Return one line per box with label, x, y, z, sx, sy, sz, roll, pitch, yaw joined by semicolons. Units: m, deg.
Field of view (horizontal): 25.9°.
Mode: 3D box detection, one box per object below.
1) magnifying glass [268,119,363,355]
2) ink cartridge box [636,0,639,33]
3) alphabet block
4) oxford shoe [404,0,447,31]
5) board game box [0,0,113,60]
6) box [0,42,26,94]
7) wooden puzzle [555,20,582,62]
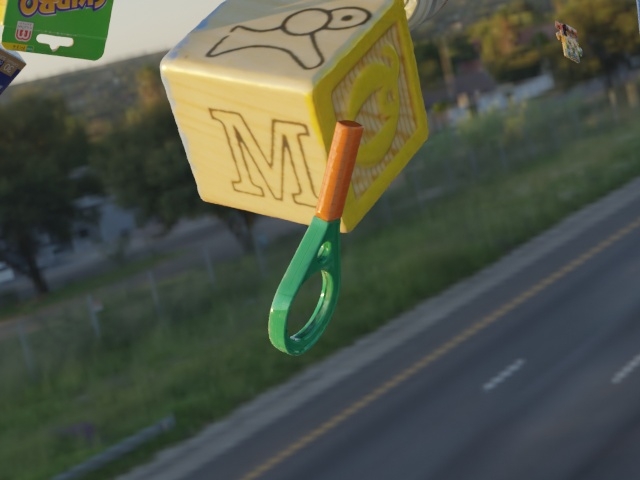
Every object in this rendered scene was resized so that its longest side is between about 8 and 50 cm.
magnifying glass;0.000;0.000;1.303;0.026;0.231;0.092;25;21;27
ink cartridge box;0.501;-0.310;1.578;0.151;0.396;0.270;-1;-6;-38
alphabet block;-0.023;-0.149;1.490;0.197;0.193;0.192;14;48;32
oxford shoe;0.085;-0.484;1.752;0.169;0.449;0.130;-4;6;33
board game box;-0.258;-0.318;1.421;0.124;0.259;0.039;2;13;-41
box;-0.551;-0.208;2.044;0.225;0.036;0.136;-46;-29;10
wooden puzzle;0.354;-0.280;1.973;0.006;0.049;0.083;-15;-14;31
